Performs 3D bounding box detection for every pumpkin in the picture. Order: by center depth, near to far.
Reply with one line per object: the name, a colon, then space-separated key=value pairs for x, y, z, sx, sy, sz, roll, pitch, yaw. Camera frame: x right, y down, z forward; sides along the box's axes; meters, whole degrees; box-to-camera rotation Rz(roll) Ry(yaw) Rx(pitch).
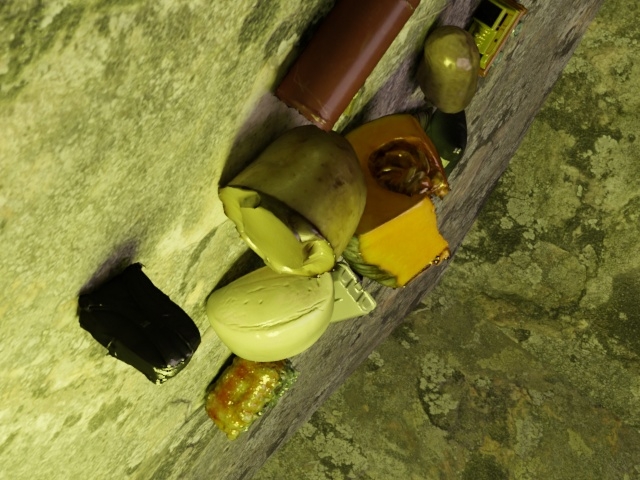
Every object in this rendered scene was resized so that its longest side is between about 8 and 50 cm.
pumpkin: x=0.122 y=-0.079 z=1.705 sx=0.225 sy=0.256 sz=0.303 roll=61 pitch=23 yaw=-54

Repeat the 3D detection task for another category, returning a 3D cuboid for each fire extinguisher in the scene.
fire extinguisher: x=0.064 y=-0.326 z=1.308 sx=0.337 sy=0.106 sz=0.147 roll=-54 pitch=-170 yaw=4

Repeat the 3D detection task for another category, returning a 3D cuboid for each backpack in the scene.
backpack: x=-0.254 y=0.126 z=1.231 sx=0.120 sy=0.165 sz=0.106 roll=-36 pitch=168 yaw=-38

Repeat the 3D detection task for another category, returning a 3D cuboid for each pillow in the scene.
pillow: x=0.183 y=-0.208 z=2.015 sx=0.212 sy=0.052 sz=0.208 roll=-29 pitch=147 yaw=-60
pillow: x=0.286 y=-0.220 z=2.115 sx=0.250 sy=0.106 sz=0.186 roll=119 pitch=-20 yaw=-57

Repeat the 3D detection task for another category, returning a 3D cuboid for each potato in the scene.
potato: x=-0.024 y=-0.076 z=1.402 sx=0.242 sy=0.242 sz=0.285 roll=-49 pitch=161 yaw=-14

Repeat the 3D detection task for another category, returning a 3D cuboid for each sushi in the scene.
sushi: x=-0.156 y=0.333 z=2.044 sx=0.274 sy=0.139 sz=0.184 roll=-51 pitch=169 yaw=19

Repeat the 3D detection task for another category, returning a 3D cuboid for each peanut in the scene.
peanut: x=0.263 y=-0.355 z=1.793 sx=0.129 sy=0.129 sz=0.224 roll=-47 pitch=155 yaw=-23

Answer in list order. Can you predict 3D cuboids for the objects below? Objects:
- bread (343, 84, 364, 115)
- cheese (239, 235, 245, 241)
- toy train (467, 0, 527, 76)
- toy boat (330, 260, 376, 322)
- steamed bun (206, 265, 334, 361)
bread: x=0.055 y=-0.260 z=1.542 sx=0.049 sy=0.033 sz=0.088 roll=-60 pitch=176 yaw=-37
cheese: x=-0.055 y=-0.055 z=1.603 sx=0.093 sy=0.126 sz=0.171 roll=47 pitch=62 yaw=-69
toy train: x=0.379 y=-0.469 z=1.967 sx=0.127 sy=0.089 sz=0.219 roll=-6 pitch=133 yaw=-56
toy boat: x=0.003 y=0.110 z=1.904 sx=0.141 sy=0.141 sz=0.269 roll=-45 pitch=-160 yaw=-29
steamed bun: x=-0.084 y=0.139 z=1.679 sx=0.250 sy=0.155 sz=0.200 roll=-24 pitch=162 yaw=-9
